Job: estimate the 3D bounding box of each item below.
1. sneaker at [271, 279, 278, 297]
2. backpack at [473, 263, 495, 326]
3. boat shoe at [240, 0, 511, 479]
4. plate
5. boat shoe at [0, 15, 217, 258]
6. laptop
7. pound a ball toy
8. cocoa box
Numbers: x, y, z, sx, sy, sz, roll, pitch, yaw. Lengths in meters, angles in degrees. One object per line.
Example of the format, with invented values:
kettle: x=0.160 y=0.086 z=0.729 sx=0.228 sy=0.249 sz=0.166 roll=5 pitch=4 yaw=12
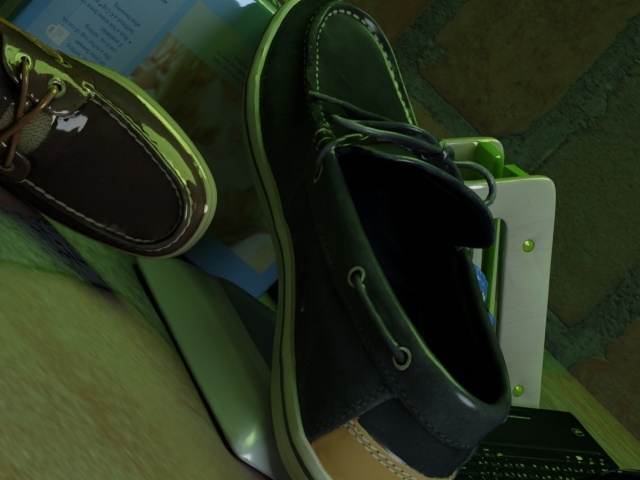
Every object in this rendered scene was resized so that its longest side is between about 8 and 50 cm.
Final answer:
sneaker: x=0.061 y=-0.021 z=1.647 sx=0.109 sy=0.130 sz=0.286 roll=48 pitch=42 yaw=-5
backpack: x=0.097 y=0.070 z=1.312 sx=0.101 sy=0.120 sz=0.098 roll=8 pitch=-2 yaw=45
boat shoe: x=0.049 y=-0.021 z=1.179 sx=0.187 sy=0.156 sz=0.500 roll=29 pitch=38 yaw=-32
plate: x=-0.006 y=0.133 z=1.232 sx=0.278 sy=0.045 sz=0.277 roll=38 pitch=9 yaw=-36
boat shoe: x=-0.231 y=-0.098 z=1.104 sx=0.342 sy=0.123 sz=0.123 roll=40 pitch=16 yaw=1
laptop: x=0.210 y=0.160 z=1.234 sx=0.234 sy=0.136 sz=0.264 roll=11 pitch=26 yaw=-34
pound a ball toy: x=0.111 y=0.061 z=1.481 sx=0.136 sy=0.319 sz=0.208 roll=-5 pitch=23 yaw=-18
cocoa box: x=-0.126 y=-0.154 z=1.450 sx=0.347 sy=0.231 sz=0.228 roll=40 pitch=11 yaw=-21
